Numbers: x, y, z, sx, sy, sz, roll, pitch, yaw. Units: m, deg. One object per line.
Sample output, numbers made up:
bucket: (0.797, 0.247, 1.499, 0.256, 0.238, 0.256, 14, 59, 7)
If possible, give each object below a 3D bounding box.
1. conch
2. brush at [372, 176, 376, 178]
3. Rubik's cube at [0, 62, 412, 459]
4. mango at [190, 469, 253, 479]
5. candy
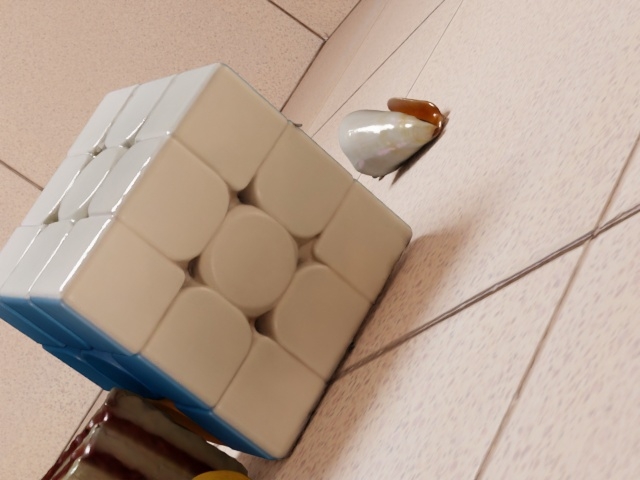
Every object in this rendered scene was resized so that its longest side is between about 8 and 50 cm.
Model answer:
conch: (0.091, -0.143, 1.722, 0.104, 0.094, 0.176, -13, -13, -33)
brush: (0.095, -0.152, 1.945, 0.062, 0.027, 0.266, -52, 9, 21)
Rubik's cube: (-0.136, 0.025, 1.423, 0.290, 0.291, 0.291, -3, 53, 60)
mango: (-0.094, 0.270, 1.159, 0.111, 0.089, 0.163, -46, 20, 42)
candy: (-0.221, 0.304, 1.438, 0.321, 0.179, 0.135, -48, 13, 46)
